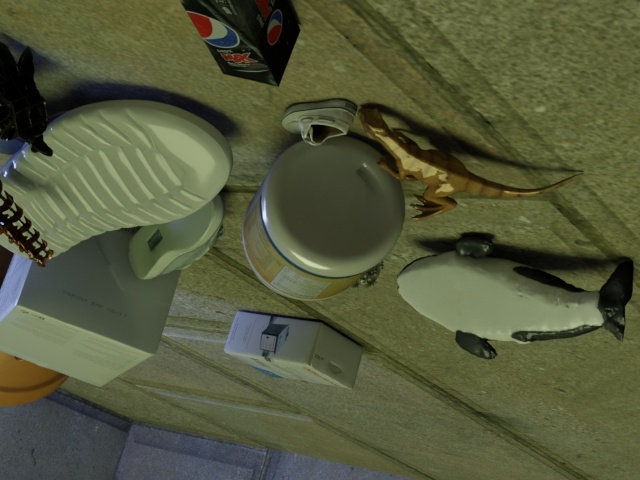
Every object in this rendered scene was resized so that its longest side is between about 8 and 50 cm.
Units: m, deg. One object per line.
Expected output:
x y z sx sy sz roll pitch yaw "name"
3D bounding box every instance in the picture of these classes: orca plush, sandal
0.232 0.046 1.402 0.287 0.102 0.151 -12 103 41 "orca plush"
-0.260 -0.089 1.387 0.416 0.102 0.169 -16 131 40 "sandal"

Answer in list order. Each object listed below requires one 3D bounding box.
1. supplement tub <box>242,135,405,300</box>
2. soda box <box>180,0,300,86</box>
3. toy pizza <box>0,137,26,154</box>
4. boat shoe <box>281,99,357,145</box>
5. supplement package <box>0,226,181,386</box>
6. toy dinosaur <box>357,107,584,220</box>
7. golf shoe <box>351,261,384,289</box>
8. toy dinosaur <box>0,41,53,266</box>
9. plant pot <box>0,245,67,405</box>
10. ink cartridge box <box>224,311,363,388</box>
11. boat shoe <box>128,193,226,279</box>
-0.003 -0.017 1.270 0.144 0.144 0.200 20 164 -7 "supplement tub"
-0.066 -0.184 0.936 0.053 0.060 0.169 15 163 18 "soda box"
-0.412 -0.156 1.434 0.201 0.032 0.201 14 162 4 "toy pizza"
-0.005 -0.109 1.164 0.035 0.035 0.100 30 159 -37 "boat shoe"
-0.339 0.067 1.743 0.199 0.198 0.262 23 156 -19 "supplement package"
0.123 -0.058 1.150 0.211 0.064 0.112 20 162 -9 "toy dinosaur"
0.000 0.000 1.500 0.176 0.069 0.086 31 179 -31 "golf shoe"
-0.388 -0.117 1.300 0.322 0.164 0.218 35 157 -28 "toy dinosaur"
-0.484 0.095 1.949 0.290 0.291 0.203 23 145 -20 "plant pot"
-0.045 0.189 2.089 0.190 0.082 0.139 3 159 37 "ink cartridge box"
-0.170 -0.016 1.572 0.081 0.079 0.227 -14 167 -38 "boat shoe"
